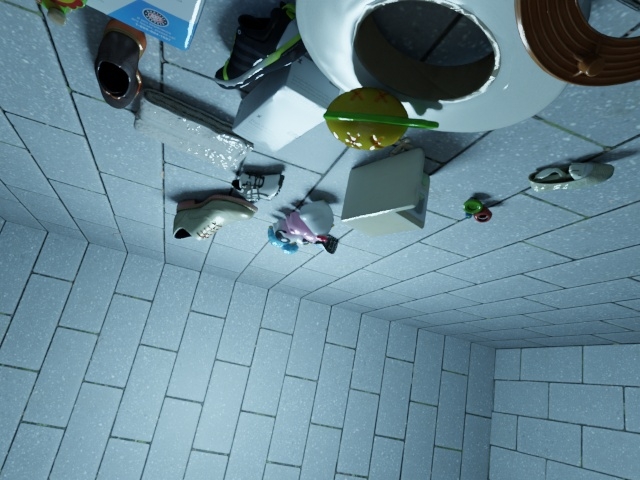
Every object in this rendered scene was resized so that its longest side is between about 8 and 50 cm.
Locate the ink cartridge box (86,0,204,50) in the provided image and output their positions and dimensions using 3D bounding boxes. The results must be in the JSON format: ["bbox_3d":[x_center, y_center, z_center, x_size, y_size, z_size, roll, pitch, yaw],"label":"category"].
[{"bbox_3d":[-0.219,-0.405,0.519,0.223,0.129,0.307,21,160,-21],"label":"ink cartridge box"}]

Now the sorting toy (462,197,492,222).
[{"bbox_3d":[0.422,-0.088,1.208,0.061,0.042,0.102,-27,128,38],"label":"sorting toy"}]

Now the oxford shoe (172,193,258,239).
[{"bbox_3d":[-0.377,-0.066,1.568,0.397,0.146,0.140,-5,154,40],"label":"oxford shoe"}]

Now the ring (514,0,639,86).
[{"bbox_3d":[0.352,-0.292,0.411,0.337,0.032,0.336,-7,139,-6],"label":"ring"}]

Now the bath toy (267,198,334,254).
[{"bbox_3d":[-0.053,-0.036,1.498,0.151,0.129,0.348,-17,177,-29],"label":"bath toy"}]

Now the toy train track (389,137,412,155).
[{"bbox_3d":[0.181,-0.211,1.022,0.048,0.014,0.083,17,161,-15],"label":"toy train track"}]

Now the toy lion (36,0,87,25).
[{"bbox_3d":[-0.356,-0.335,0.573,0.100,0.034,0.096,25,152,-30],"label":"toy lion"}]

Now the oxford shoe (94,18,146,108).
[{"bbox_3d":[-0.424,-0.331,0.906,0.097,0.098,0.271,19,160,-20],"label":"oxford shoe"}]

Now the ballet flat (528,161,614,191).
[{"bbox_3d":[0.534,-0.139,0.959,0.052,0.057,0.168,36,151,-30],"label":"ballet flat"}]

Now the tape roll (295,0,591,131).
[{"bbox_3d":[0.156,-0.287,0.623,0.392,0.072,0.392,21,168,5],"label":"tape roll"}]

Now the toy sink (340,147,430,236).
[{"bbox_3d":[0.186,-0.110,1.102,0.131,0.152,0.234,26,156,-36],"label":"toy sink"}]

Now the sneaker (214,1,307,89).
[{"bbox_3d":[-0.113,-0.341,0.766,0.235,0.084,0.097,-6,130,40],"label":"sneaker"}]

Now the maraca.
[{"bbox_3d":[0.096,-0.195,0.722,0.186,0.099,0.127,6,-163,4],"label":"maraca"}]

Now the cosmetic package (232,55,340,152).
[{"bbox_3d":[-0.074,-0.270,0.900,0.117,0.085,0.231,22,160,-29],"label":"cosmetic package"}]

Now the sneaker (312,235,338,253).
[{"bbox_3d":[0.000,0.000,1.701,0.162,0.063,0.073,31,171,-35],"label":"sneaker"}]

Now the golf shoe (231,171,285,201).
[{"bbox_3d":[-0.186,-0.161,1.293,0.094,0.077,0.198,27,155,-38],"label":"golf shoe"}]

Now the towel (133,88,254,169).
[{"bbox_3d":[-0.318,-0.265,1.113,0.282,0.049,0.187,20,159,-23],"label":"towel"}]
